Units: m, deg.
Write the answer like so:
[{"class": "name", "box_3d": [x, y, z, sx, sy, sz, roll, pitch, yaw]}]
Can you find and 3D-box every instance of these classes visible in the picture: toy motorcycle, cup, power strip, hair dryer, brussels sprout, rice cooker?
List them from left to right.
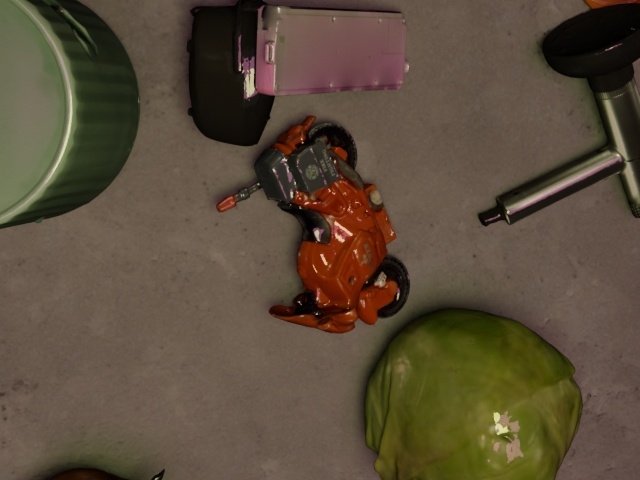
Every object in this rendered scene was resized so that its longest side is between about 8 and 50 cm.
[{"class": "cup", "box_3d": [-0.423, -0.159, 1.060, 0.400, 0.392, 0.311, 2, 97, -6]}, {"class": "rice cooker", "box_3d": [-0.113, -0.226, 1.226, 0.118, 0.142, 0.203, 3, 100, 1]}, {"class": "toy motorcycle", "box_3d": [0.000, 0.000, 1.310, 0.221, 0.147, 0.326, -33, 111, -25]}, {"class": "power strip", "box_3d": [0.020, -0.249, 1.223, 0.278, 0.037, 0.109, -12, 110, -46]}, {"class": "brussels sprout", "box_3d": [0.221, 0.253, 1.338, 0.247, 0.328, 0.328, -7, 106, -36]}, {"class": "hair dryer", "box_3d": [0.368, -0.139, 1.338, 0.284, 0.155, 0.320, -25, 115, -15]}]

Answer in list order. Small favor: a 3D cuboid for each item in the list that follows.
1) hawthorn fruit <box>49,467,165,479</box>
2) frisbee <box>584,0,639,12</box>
[{"class": "hawthorn fruit", "box_3d": [-0.310, 0.439, 1.288, 0.267, 0.268, 0.301, 30, 88, -16]}, {"class": "frisbee", "box_3d": [0.455, -0.412, 1.344, 0.192, 0.035, 0.192, -3, 104, -11]}]
